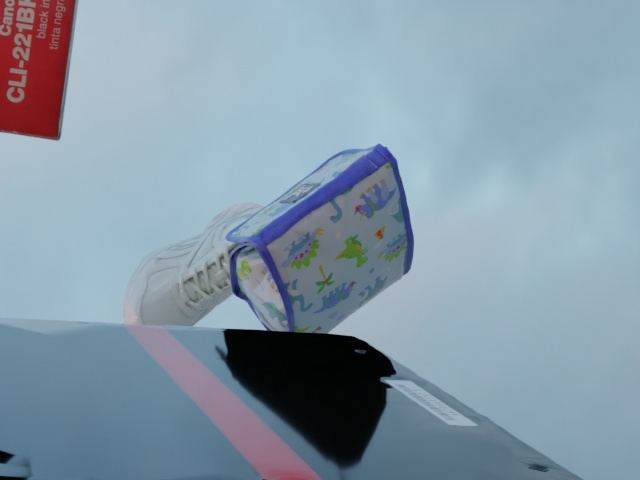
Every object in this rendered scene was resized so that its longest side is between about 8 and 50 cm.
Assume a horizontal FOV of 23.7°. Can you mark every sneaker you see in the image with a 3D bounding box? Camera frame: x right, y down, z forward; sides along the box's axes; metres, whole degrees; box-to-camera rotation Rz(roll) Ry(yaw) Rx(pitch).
[{"bbox_3d":[-0.113,0.027,1.634,0.232,0.090,0.115,-43,18,-30],"label":"sneaker"}]

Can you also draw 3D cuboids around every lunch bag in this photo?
[{"bbox_3d":[0.000,0.000,1.158,0.129,0.096,0.151,-37,-18,-16],"label":"lunch bag"}]

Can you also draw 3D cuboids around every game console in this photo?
[{"bbox_3d":[-0.073,0.107,0.819,0.342,0.386,0.060,5,-82,-19],"label":"game console"}]

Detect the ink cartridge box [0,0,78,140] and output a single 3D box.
[{"bbox_3d":[-0.303,-0.167,1.034,0.273,0.197,0.114,7,-68,-11],"label":"ink cartridge box"}]
